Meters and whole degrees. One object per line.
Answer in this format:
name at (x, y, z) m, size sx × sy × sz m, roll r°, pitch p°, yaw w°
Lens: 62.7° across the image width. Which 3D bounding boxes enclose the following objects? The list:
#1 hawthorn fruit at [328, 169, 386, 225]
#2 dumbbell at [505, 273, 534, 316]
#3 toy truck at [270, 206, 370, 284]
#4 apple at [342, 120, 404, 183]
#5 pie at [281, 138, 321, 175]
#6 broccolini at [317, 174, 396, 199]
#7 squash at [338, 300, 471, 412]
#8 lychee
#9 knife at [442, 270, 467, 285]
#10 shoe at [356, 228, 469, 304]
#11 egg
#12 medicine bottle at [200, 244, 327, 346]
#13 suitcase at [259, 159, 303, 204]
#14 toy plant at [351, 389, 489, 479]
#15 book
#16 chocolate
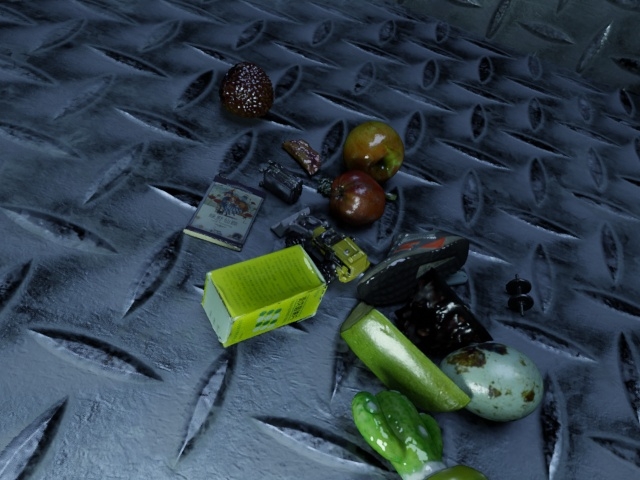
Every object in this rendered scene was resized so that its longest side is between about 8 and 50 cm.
hawthorn fruit at (0.127, -0.114, 1.517) m, size 0.203 × 0.163 × 0.163 m, roll 12°, pitch 43°, yaw -34°
dumbbell at (0.551, 0.151, 1.455) m, size 0.069 × 0.069 × 0.147 m, roll 17°, pitch 46°, yaw -3°
toy truck at (0.000, 0.000, 1.372) m, size 0.136 × 0.111 × 0.286 m, roll -30°, pitch 58°, yaw -36°
apple at (0.162, -0.277, 1.638) m, size 0.195 × 0.196 × 0.196 m, roll 10°, pitch 46°, yaw -10°
pie at (-0.050, -0.272, 1.663) m, size 0.092 × 0.034 × 0.170 m, roll -28°, pitch 61°, yaw -32°
broccolini at (0.114, -0.155, 1.601) m, size 0.254 × 0.057 × 0.071 m, roll 4°, pitch 90°, yaw -11°
squash at (0.173, 0.276, 1.190) m, size 0.288 × 0.203 × 0.111 m, roll 44°, pitch 84°, yaw -1°
lychee at (-0.236, -0.480, 1.701) m, size 0.188 × 0.188 × 0.188 m, roll 10°, pitch 46°, yaw -10°
knife at (0.336, 0.108, 1.452) m, size 0.162 × 0.023 × 0.044 m, roll -5°, pitch 49°, yaw -23°
shoe at (0.220, 0.044, 1.405) m, size 0.336 × 0.132 × 0.171 m, roll -21°, pitch 36°, yaw -20°
egg at (0.379, 0.313, 1.177) m, size 0.231 × 0.169 × 0.169 m, roll 9°, pitch 45°, yaw 4°
medicine bottle at (-0.129, 0.124, 1.195) m, size 0.250 × 0.137 × 0.141 m, roll -18°, pitch 56°, yaw -30°
suitcase at (-0.112, -0.164, 1.507) m, size 0.126 × 0.086 × 0.059 m, roll 35°, pitch 62°, yaw 14°
toy plant at (0.193, 0.422, 1.017) m, size 0.224 × 0.184 × 0.316 m, roll 17°, pitch 31°, yaw -42°
book at (-0.251, -0.080, 1.421) m, size 0.157 × 0.026 × 0.231 m, roll 19°, pitch 45°, yaw -2°
chocolate at (0.277, 0.203, 1.290) m, size 0.177 × 0.206 × 0.224 m, roll -39°, pitch 47°, yaw 7°
